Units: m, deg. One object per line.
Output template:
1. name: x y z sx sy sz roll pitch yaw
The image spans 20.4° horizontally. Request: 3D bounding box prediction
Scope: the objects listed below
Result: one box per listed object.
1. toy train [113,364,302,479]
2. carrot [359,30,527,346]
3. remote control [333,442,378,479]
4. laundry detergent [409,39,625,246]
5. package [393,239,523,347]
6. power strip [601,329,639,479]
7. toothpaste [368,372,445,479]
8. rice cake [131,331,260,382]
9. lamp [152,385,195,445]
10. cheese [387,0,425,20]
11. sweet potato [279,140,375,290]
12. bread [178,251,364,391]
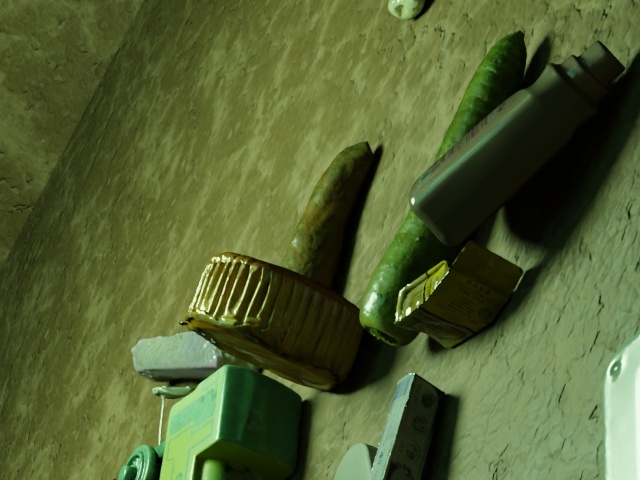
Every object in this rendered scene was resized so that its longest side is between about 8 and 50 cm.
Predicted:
1. toy train: -0.140 0.347 2.027 0.237 0.150 0.369 -38 35 42
2. carrot: 0.137 -0.058 1.853 0.359 0.074 0.074 -65 19 -9
3. remote control: 0.046 0.293 1.774 0.077 0.022 0.245 -59 22 26
4. laundry detergent: 0.193 -0.103 1.733 0.237 0.076 0.171 -44 2 12
5. package: 0.133 0.056 1.741 0.131 0.071 0.047 -37 29 51
6. power strip: 0.277 0.124 1.211 0.261 0.141 0.229 -48 28 48
7. toothpaste: 0.071 0.223 1.717 0.040 0.047 0.196 -22 41 49
8. rice cake: -0.170 0.158 2.406 0.399 0.070 0.064 -14 60 66
9. lamp: -0.208 0.292 2.425 0.050 0.056 0.198 -27 55 59
10. cheese: 0.127 -0.367 2.268 0.065 0.043 0.194 -30 39 52
11. sweet potato: 0.000 0.000 2.154 0.075 0.075 0.273 -24 42 62
12. bread: -0.049 0.087 1.991 0.199 0.199 0.104 -10 55 67
